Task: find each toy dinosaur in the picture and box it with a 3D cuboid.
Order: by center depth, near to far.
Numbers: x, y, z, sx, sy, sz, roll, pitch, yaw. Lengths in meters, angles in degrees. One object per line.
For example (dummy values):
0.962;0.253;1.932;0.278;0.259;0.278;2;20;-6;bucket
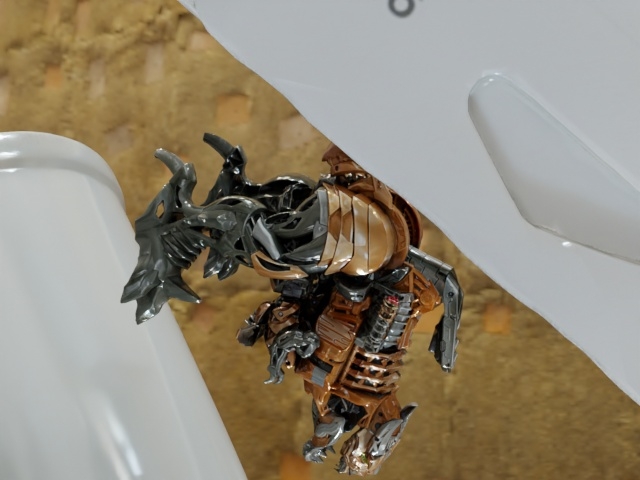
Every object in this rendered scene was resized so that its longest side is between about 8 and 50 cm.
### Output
0.000;0.000;0.913;0.218;0.164;0.322;6;-98;22;toy dinosaur

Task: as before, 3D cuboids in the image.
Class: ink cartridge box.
0.114;-0.098;0.575;0.285;0.395;0.166;39;-76;-8;ink cartridge box

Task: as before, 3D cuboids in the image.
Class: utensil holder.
-0.267;0.150;1.160;0.327;0.327;0.385;-46;-120;30;utensil holder
